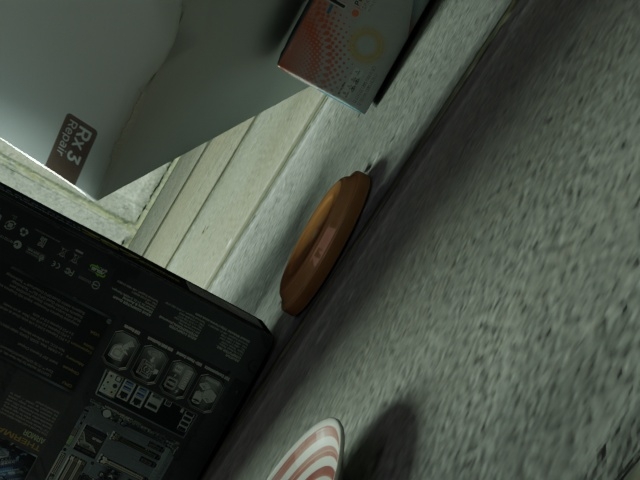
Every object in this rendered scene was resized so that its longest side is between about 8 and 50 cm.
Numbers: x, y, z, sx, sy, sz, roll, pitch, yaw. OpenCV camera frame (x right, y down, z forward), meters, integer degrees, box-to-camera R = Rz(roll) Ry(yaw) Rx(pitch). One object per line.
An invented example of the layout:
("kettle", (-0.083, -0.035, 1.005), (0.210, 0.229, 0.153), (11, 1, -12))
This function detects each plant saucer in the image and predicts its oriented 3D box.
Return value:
("plant saucer", (0.000, 0.000, 0.926), (0.083, 0.013, 0.083), (-60, 8, 13))

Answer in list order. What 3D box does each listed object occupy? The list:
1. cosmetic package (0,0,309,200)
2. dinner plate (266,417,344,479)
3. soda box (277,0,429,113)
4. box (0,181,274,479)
("cosmetic package", (-0.069, -0.190, 1.104), (0.217, 0.156, 0.385), (-61, -12, 24))
("dinner plate", (-0.023, 0.127, 0.620), (0.141, 0.017, 0.141), (-60, 9, 15))
("soda box", (0.044, -0.169, 1.050), (0.183, 0.063, 0.058), (-60, 6, 12))
("box", (-0.168, 0.074, 0.940), (0.183, 0.233, 0.059), (-62, 10, 2))
